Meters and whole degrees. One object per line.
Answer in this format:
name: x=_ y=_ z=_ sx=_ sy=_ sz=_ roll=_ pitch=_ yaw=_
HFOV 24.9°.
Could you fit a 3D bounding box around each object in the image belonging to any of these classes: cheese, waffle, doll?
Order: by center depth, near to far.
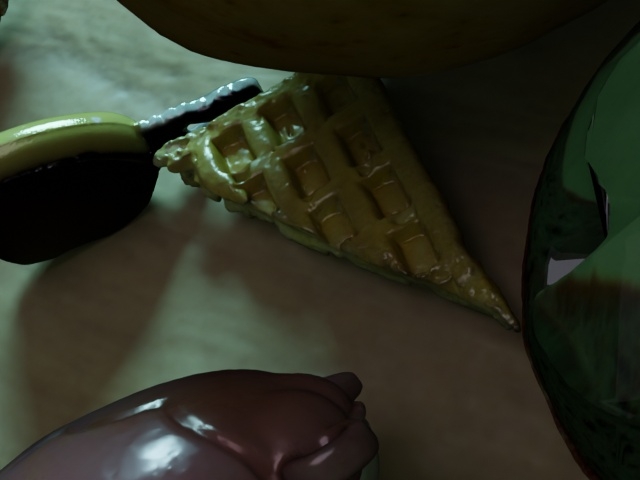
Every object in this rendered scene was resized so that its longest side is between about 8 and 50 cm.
doll: x=-0.077 y=0.111 z=0.545 sx=0.262 sy=0.211 sz=0.093 roll=-30 pitch=93 yaw=31
waffle: x=0.000 y=0.000 z=0.644 sx=0.125 sy=0.032 sz=0.191 roll=-27 pitch=48 yaw=6
cheese: x=-0.103 y=-0.043 z=0.730 sx=0.162 sy=0.086 sz=0.036 roll=-22 pitch=57 yaw=5

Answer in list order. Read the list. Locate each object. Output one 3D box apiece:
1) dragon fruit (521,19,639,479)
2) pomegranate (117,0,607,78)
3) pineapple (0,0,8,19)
dragon fruit: x=0.177 y=0.001 z=0.456 sx=0.295 sy=0.130 sz=0.268 roll=-5 pitch=70 yaw=39
pomegranate: x=0.046 y=-0.248 z=0.577 sx=0.410 sy=0.410 sz=0.410 roll=-17 pitch=54 yaw=25
pineapple: x=-0.336 y=-0.223 z=0.932 sx=0.262 sy=0.262 sz=0.272 roll=-43 pitch=30 yaw=5
